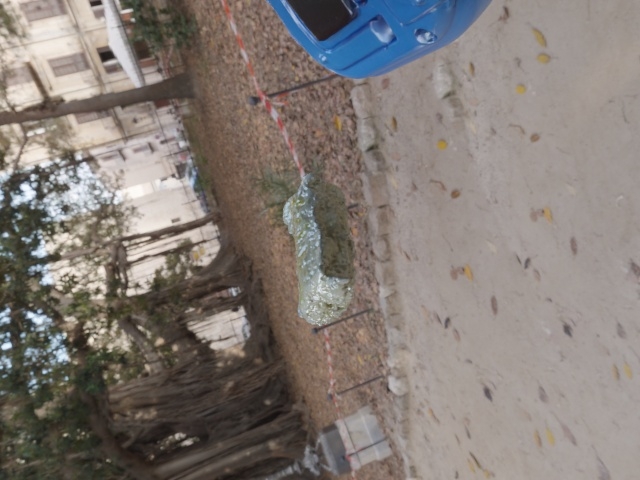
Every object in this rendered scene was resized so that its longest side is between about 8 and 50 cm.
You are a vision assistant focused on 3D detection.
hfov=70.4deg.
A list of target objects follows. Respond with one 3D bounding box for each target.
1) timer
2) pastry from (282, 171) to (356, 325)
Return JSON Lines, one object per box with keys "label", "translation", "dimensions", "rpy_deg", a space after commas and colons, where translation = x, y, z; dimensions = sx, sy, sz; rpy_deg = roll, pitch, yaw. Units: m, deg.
{"label": "timer", "translation": [0.007, -0.326, 0.464], "dimensions": [0.340, 0.115, 0.309], "rpy_deg": [46, 168, -20]}
{"label": "pastry", "translation": [-0.003, 0.005, 0.695], "dimensions": [0.121, 0.089, 0.258], "rpy_deg": [-52, 29, 33]}
